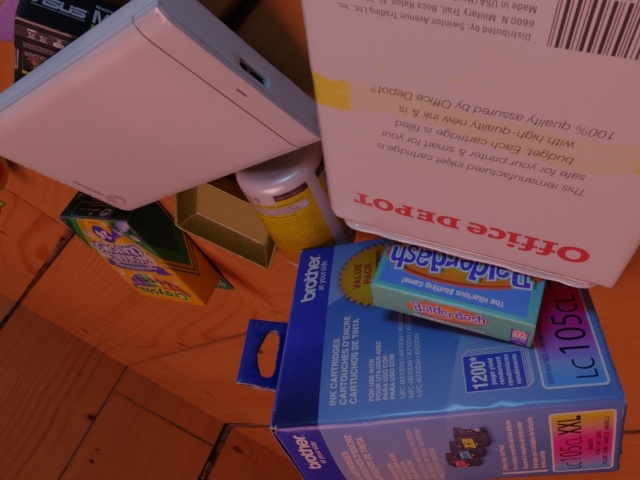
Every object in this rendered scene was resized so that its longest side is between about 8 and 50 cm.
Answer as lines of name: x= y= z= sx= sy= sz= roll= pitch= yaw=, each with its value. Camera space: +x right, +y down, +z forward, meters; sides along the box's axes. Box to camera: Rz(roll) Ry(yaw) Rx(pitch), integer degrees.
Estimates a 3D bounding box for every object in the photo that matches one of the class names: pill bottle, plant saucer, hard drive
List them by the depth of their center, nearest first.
hard drive: x=-0.203 y=-0.132 z=0.663 sx=0.352 sy=0.047 sz=0.233 roll=-13 pitch=152 yaw=35
pill bottle: x=-0.022 y=-0.042 z=0.792 sx=0.117 sy=0.117 sz=0.215 roll=7 pitch=145 yaw=29
plant saucer: x=-0.148 y=-0.044 z=0.958 sx=0.188 sy=0.045 sz=0.188 roll=25 pitch=150 yaw=1

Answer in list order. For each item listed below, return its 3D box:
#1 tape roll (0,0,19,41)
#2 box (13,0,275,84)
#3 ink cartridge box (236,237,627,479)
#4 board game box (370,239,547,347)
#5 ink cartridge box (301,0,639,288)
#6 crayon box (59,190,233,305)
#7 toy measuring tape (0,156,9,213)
tape roll: x=-0.390 y=-0.352 z=0.612 sx=0.274 sy=0.090 sz=0.275 roll=19 pitch=150 yaw=11
box: x=-0.219 y=-0.175 z=0.701 sx=0.269 sy=0.060 sz=0.216 roll=14 pitch=156 yaw=-23
ink cartridge box: x=0.106 y=0.129 z=0.679 sx=0.395 sy=0.270 sz=0.151 roll=-11 pitch=130 yaw=16
board game box: x=0.162 y=-0.009 z=0.611 sx=0.160 sy=0.210 sz=0.047 roll=13 pitch=148 yaw=20
ink cartridge box: x=0.143 y=-0.155 z=0.444 sx=0.279 sy=0.161 sz=0.385 roll=16 pitch=148 yaw=17
crayon box: x=-0.347 y=0.032 z=1.193 sx=0.203 sy=0.083 sz=0.323 roll=4 pitch=144 yaw=33
toy measuring tape: x=-0.698 y=-0.194 z=1.121 sx=0.121 sy=0.121 sz=0.330 roll=1 pitch=120 yaw=36
